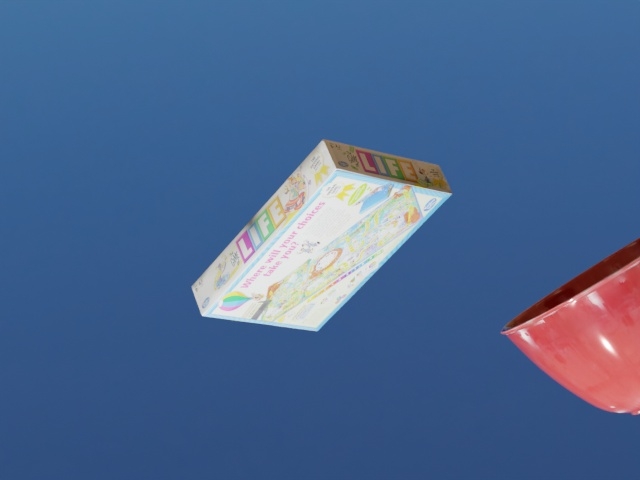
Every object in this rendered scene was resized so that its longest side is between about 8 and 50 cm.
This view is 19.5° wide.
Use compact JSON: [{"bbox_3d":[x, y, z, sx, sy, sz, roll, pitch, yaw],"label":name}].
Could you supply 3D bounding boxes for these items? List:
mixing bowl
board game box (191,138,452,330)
[{"bbox_3d":[0.225,0.055,1.280,0.181,0.098,0.181,-33,178,-1],"label":"mixing bowl"},{"bbox_3d":[0.000,0.000,1.226,0.103,0.154,0.026,10,-135,-41],"label":"board game box"}]
